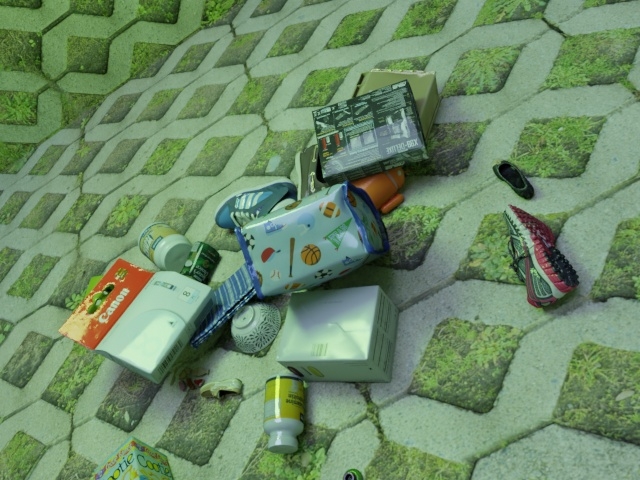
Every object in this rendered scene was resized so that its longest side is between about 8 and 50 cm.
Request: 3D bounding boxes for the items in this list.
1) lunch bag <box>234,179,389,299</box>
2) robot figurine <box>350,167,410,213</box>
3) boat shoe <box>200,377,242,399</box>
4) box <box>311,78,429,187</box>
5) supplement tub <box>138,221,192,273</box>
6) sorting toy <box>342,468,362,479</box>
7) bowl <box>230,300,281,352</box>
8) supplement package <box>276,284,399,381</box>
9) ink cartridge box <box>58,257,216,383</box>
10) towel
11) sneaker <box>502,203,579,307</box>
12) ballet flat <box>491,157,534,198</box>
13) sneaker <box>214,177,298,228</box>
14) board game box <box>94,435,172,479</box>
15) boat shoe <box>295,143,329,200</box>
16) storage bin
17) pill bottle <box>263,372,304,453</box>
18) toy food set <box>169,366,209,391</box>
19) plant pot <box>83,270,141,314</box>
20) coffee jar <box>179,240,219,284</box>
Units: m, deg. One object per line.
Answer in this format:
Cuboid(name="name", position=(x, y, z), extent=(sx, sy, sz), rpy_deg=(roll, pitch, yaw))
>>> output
Cuboid(name="lunch bag", position=(0.000, 0.000, 1.544), extent=(0.328, 0.385, 0.238), rpy_deg=(-21, 81, 15))
Cuboid(name="robot figurine", position=(0.163, -0.170, 1.725), extent=(0.219, 0.128, 0.158), rpy_deg=(-43, 45, -2))
Cuboid(name="boat shoe", position=(-0.289, 0.432, 1.629), extent=(0.135, 0.050, 0.045), rpy_deg=(-20, 43, 20))
Cuboid(name="box", position=(0.142, -0.315, 1.675), extent=(0.308, 0.076, 0.242), rpy_deg=(-16, 66, 14))
Cuboid(name="supplement tub", position=(-0.551, 0.029, 2.039), extent=(0.200, 0.144, 0.144), rpy_deg=(28, 76, 44))
Cuboid(name="sorting toy", position=(0.067, 0.569, 1.294), extent=(0.061, 0.042, 0.101), rpy_deg=(-10, 53, 28))
Cuboid(name="bowl", position=(-0.210, 0.243, 1.698), extent=(0.170, 0.080, 0.170), rpy_deg=(-17, 50, 21))
Cuboid(name="supplement package", position=(0.048, 0.247, 1.476), extent=(0.262, 0.145, 0.204), rpy_deg=(-8, 53, 30))
Cuboid(name="ink cartridge box", position=(-0.557, 0.211, 1.705), extent=(0.385, 0.091, 0.308), rpy_deg=(21, 58, 16))
Cuboid(name="towel", position=(-0.290, 0.170, 1.774), extent=(0.336, 0.040, 0.243), rpy_deg=(-43, 22, 1))
Cuboid(name="sneaker", position=(0.499, 0.026, 1.371), extent=(0.112, 0.121, 0.299), rpy_deg=(-53, 27, 34))
Cuboid(name="ballet flat", position=(0.524, -0.178, 1.546), extent=(0.057, 0.049, 0.173), rpy_deg=(-35, 45, 5))
Cuboid(name="sneaker", position=(-0.211, -0.068, 1.893), extent=(0.323, 0.130, 0.236), rpy_deg=(-22, 42, 10))
Cuboid(name="board game box", position=(-0.473, 0.674, 1.472), extent=(0.142, 0.144, 0.275), rpy_deg=(-43, 35, -2))
Cuboid(name="boat shoe", position=(-0.004, -0.162, 1.803), extent=(0.097, 0.117, 0.324), rpy_deg=(-26, 59, 34))
Cuboid(name="storage bin", position=(0.226, -0.414, 1.826), extent=(0.261, 0.123, 0.262), rpy_deg=(10, 61, 23))
Cuboid(name="pill bottle", position=(-0.094, 0.442, 1.453), extent=(0.103, 0.103, 0.184), rpy_deg=(-18, 50, 22))
Cuboid(name="toy food set", position=(-0.396, 0.424, 1.730), extent=(0.122, 0.019, 0.077), rpy_deg=(0, 58, 24))
Cuboid(name="plant pot", position=(-0.632, 0.245, 1.883), extent=(0.207, 0.228, 0.227), rpy_deg=(-14, 50, 15))
Cuboid(name="coffee jar", position=(-0.424, 0.102, 1.935), extent=(0.079, 0.096, 0.184), rpy_deg=(4, 61, 39))
